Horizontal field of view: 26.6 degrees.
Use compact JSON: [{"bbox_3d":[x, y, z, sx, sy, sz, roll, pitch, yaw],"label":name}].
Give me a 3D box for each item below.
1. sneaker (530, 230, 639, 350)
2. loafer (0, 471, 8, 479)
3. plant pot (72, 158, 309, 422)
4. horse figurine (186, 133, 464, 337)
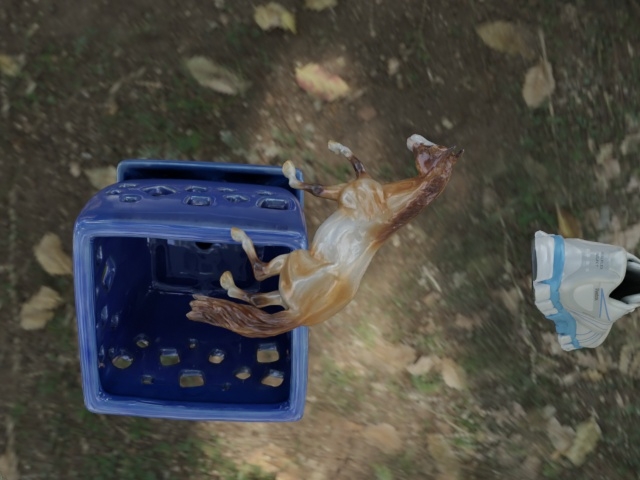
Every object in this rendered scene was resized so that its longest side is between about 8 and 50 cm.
[{"bbox_3d":[0.219,0.043,1.039,0.083,0.191,0.071,-1,76,20],"label":"sneaker"},{"bbox_3d":[-0.383,0.254,1.330,0.148,0.056,0.050,-6,40,-6],"label":"loafer"},{"bbox_3d":[-0.126,0.038,1.441,0.236,0.212,0.236,3,119,0],"label":"plant pot"},{"bbox_3d":[0.000,0.000,1.240,0.174,0.066,0.263,29,74,43],"label":"horse figurine"}]
